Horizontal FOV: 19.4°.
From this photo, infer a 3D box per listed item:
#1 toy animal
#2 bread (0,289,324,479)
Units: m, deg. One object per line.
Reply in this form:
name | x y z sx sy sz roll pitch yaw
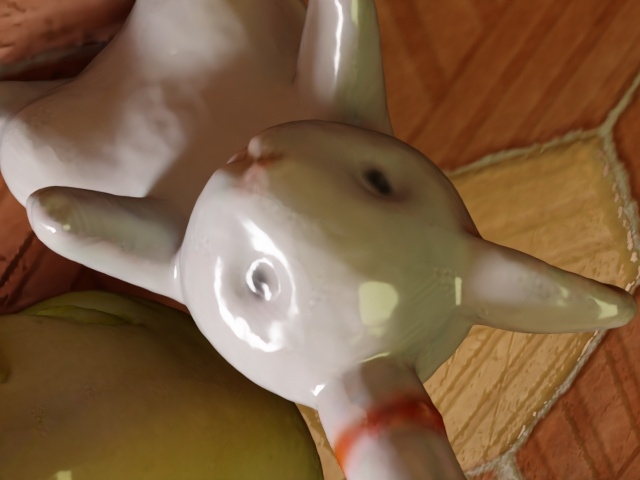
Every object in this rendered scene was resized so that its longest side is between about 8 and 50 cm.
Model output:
toy animal | -0.010 -0.011 0.645 0.140 0.282 0.138 -43 129 -3
bread | -0.086 0.103 0.794 0.156 0.158 0.261 -39 144 -21
